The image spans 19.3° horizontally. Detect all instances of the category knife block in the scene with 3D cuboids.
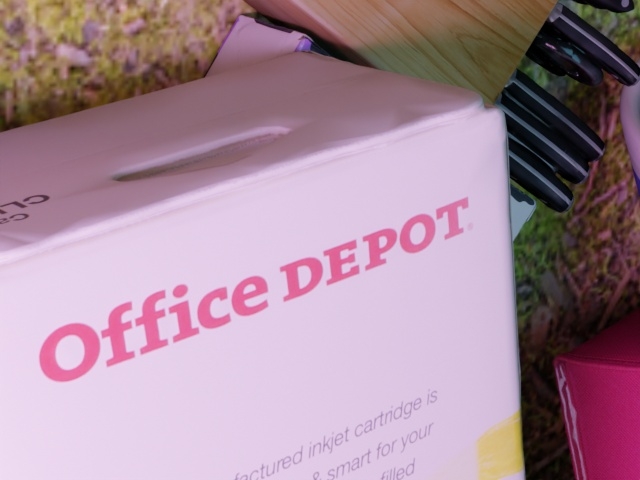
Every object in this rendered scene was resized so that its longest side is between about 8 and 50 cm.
[{"bbox_3d":[0.045,-0.108,1.001,0.275,0.088,0.242,-20,116,-29],"label":"knife block"}]

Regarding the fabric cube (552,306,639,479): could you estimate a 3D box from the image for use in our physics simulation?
[{"bbox_3d":[0.328,0.150,1.129,0.258,0.259,0.254,-25,110,-45],"label":"fabric cube"}]

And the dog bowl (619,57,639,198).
[{"bbox_3d":[0.311,-0.058,1.076,0.265,0.265,0.104,-32,123,-22],"label":"dog bowl"}]

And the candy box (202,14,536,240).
[{"bbox_3d":[0.000,0.000,1.019,0.196,0.070,0.165,32,86,-38],"label":"candy box"}]

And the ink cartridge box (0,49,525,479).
[{"bbox_3d":[-0.053,0.130,0.873,0.279,0.160,0.385,-19,116,-33],"label":"ink cartridge box"}]
